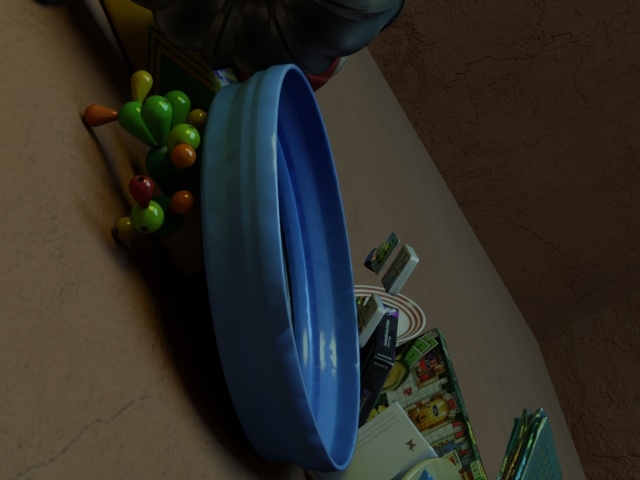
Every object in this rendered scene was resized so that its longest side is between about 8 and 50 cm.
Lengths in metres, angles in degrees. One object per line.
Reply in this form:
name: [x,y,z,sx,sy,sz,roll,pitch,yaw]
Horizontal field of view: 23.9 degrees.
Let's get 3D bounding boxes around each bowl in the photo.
bowl: [-0.034,0.029,1.456,0.391,0.077,0.391,-8,90,-80]

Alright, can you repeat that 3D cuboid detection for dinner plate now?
dinner plate: [0.064,0.099,1.942,0.141,0.141,0.017,-95,-167,-62]

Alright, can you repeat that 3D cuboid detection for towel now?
towel: [0.214,0.390,1.652,0.271,0.040,0.370,-60,148,-31]

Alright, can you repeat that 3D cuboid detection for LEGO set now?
LEGO set: [0.060,0.082,1.745,0.060,0.182,0.244,32,6,-8]

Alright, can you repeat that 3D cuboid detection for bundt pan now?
bundt pan: [-0.060,-0.293,1.472,0.331,0.331,0.124,58,31,-26]

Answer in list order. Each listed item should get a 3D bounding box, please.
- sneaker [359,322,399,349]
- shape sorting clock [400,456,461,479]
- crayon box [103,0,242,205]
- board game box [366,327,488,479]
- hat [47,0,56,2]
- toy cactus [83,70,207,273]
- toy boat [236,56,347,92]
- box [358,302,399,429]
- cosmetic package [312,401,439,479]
sneaker: [0.117,0.205,1.984,0.212,0.094,0.080,61,10,-16]
shape sorting clock: [0.087,0.310,1.474,0.206,0.040,0.206,-30,125,-55]
crayon box: [-0.138,-0.178,1.709,0.323,0.083,0.203,65,11,9]
board game box: [0.111,0.224,1.804,0.030,0.136,0.260,52,15,-36]
hat: [-0.277,-0.401,1.447,0.331,0.134,0.331,59,12,-21]
toy cactus: [-0.147,-0.047,1.390,0.219,0.112,0.180,-104,-177,-57]
toy boat: [-0.080,-0.262,1.669,0.151,0.151,0.231,-12,74,-49]
box: [0.056,0.155,1.774,0.029,0.116,0.162,22,20,-4]
cosmetic package: [0.095,0.282,1.594,0.085,0.117,0.231,51,-4,46]
